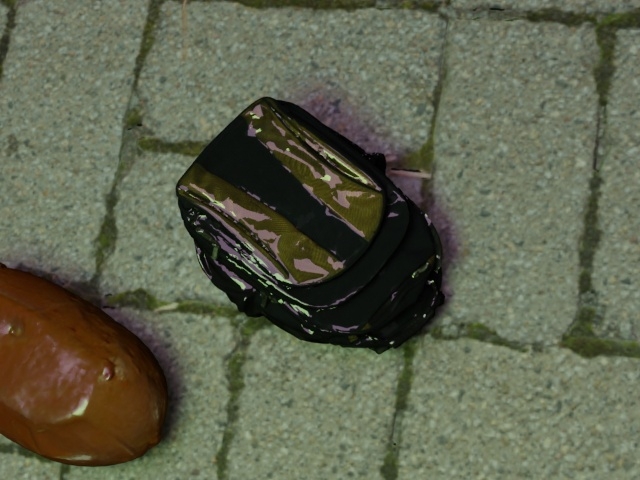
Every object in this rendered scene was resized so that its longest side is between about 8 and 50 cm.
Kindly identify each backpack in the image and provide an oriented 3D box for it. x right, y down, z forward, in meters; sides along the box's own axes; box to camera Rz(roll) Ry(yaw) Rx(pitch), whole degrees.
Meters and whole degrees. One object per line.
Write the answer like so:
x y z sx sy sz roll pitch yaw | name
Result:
0.000 0.000 1.583 0.258 0.133 0.206 38 79 17 | backpack

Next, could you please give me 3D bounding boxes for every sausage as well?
-0.267 0.124 1.614 0.268 0.141 0.153 28 84 22 | sausage
